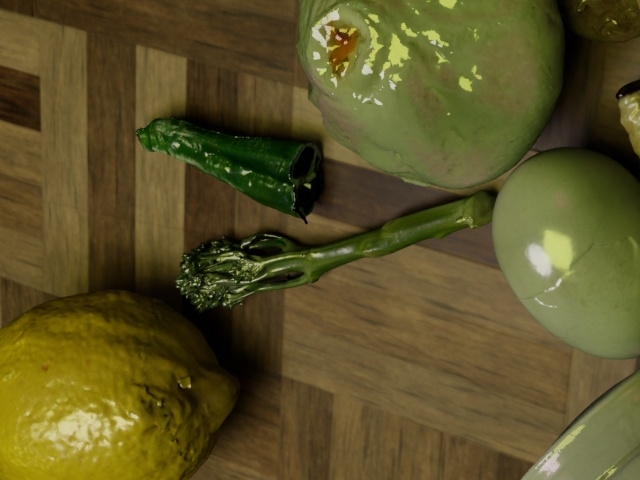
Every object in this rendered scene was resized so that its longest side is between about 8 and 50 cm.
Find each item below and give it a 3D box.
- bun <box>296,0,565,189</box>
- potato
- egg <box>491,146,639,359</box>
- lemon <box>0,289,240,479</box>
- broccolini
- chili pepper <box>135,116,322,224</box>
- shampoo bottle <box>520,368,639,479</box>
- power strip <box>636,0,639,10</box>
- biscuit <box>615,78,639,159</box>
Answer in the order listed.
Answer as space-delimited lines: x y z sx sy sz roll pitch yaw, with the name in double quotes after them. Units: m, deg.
0.071 -0.176 1.690 0.293 0.187 0.293 33 131 47 "bun"
0.223 -0.224 1.664 0.172 0.089 0.100 22 121 26 "potato"
0.242 0.014 1.714 0.151 0.151 0.209 -26 101 39 "egg"
-0.237 0.175 2.057 0.320 0.245 0.245 -8 105 22 "lemon"
0.001 0.006 1.924 0.392 0.074 0.079 -18 106 40 "broccolini"
-0.103 -0.084 1.972 0.227 0.059 0.088 16 122 31 "chili pepper"
0.326 0.248 1.679 0.266 0.273 0.273 50 129 14 "shampoo bottle"
0.269 -0.272 1.582 0.044 0.064 0.305 -23 78 34 "power strip"
0.324 -0.041 1.677 0.055 0.061 0.219 -27 81 37 "biscuit"
